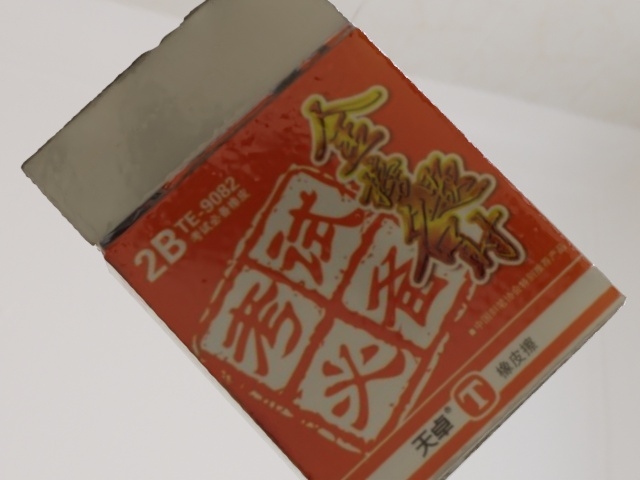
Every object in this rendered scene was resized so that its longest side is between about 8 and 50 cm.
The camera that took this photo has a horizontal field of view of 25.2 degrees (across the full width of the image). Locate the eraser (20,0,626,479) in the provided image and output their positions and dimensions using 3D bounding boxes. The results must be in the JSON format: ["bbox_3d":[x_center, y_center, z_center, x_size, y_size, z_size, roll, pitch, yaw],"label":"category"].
[{"bbox_3d":[0.000,0.000,0.640,0.157,0.038,0.230,-43,-99,-8],"label":"eraser"}]
